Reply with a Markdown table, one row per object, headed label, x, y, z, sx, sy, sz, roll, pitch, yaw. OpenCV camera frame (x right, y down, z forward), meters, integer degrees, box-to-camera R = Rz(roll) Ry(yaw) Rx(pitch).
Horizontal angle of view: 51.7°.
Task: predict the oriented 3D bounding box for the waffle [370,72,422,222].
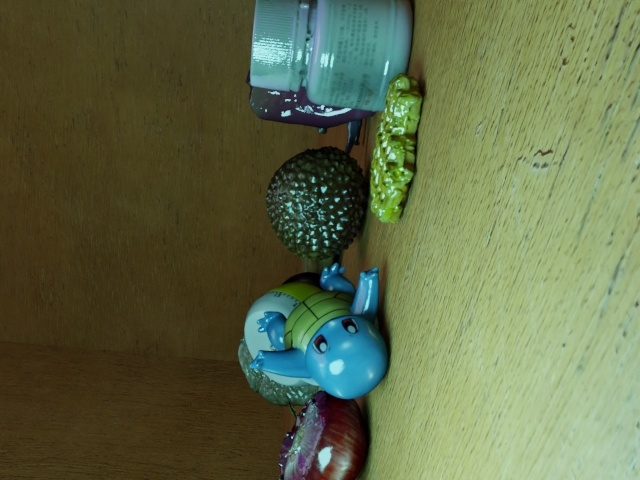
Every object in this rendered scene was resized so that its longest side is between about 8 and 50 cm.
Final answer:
| label | x | y | z | sx | sy | sz | roll | pitch | yaw |
| --- | --- | --- | --- | --- | --- | --- | --- | --- | --- |
| waffle | 0.131 | -0.156 | 1.177 | 0.249 | 0.056 | 0.253 | 105 | 171 | -63 |

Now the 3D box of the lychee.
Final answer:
| label | x | y | z | sx | sy | sz | roll | pitch | yaw |
| --- | --- | --- | --- | --- | --- | --- | --- | --- | --- |
| lychee | -0.003 | -0.083 | 1.597 | 0.267 | 0.268 | 0.267 | -174 | 90 | -85 |

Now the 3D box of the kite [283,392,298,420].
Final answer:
| label | x | y | z | sx | sy | sz | roll | pitch | yaw |
| --- | --- | --- | --- | --- | --- | --- | --- | --- | --- |
| kite | -0.031 | 0.519 | 1.694 | 0.285 | 0.015 | 0.152 | 67 | 169 | -10 |

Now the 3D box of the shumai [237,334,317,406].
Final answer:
| label | x | y | z | sx | sy | sz | roll | pitch | yaw |
| --- | --- | --- | --- | --- | --- | --- | --- | --- | --- |
| shumai | -0.092 | 0.415 | 2.246 | 0.267 | 0.314 | 0.262 | -50 | -22 | 16 |

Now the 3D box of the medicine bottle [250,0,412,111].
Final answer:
| label | x | y | z | sx | sy | sz | roll | pitch | yaw |
| --- | --- | --- | --- | --- | --- | --- | --- | --- | --- |
| medicine bottle | 0.016 | -0.395 | 1.336 | 0.241 | 0.302 | 0.241 | -174 | 90 | -85 |

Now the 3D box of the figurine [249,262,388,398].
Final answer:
| label | x | y | z | sx | sy | sz | roll | pitch | yaw |
| --- | --- | --- | --- | --- | --- | --- | --- | --- | --- |
| figurine | 0.004 | 0.191 | 1.312 | 0.242 | 0.298 | 0.416 | 61 | 173 | 5 |

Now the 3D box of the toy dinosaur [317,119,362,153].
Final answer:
| label | x | y | z | sx | sy | sz | roll | pitch | yaw |
| --- | --- | --- | --- | --- | --- | --- | --- | --- | --- |
| toy dinosaur | 0.098 | -0.433 | 1.728 | 0.383 | 0.130 | 0.330 | -92 | 18 | -49 |

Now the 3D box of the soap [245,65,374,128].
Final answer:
| label | x | y | z | sx | sy | sz | roll | pitch | yaw |
| --- | --- | --- | --- | --- | --- | --- | --- | --- | --- |
| soap | -0.017 | -0.388 | 1.592 | 0.127 | 0.325 | 0.220 | -84 | 6 | -51 |

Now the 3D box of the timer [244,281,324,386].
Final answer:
| label | x | y | z | sx | sy | sz | roll | pitch | yaw |
| --- | --- | --- | --- | --- | --- | --- | --- | --- | --- |
| timer | -0.033 | 0.220 | 1.720 | 0.285 | 0.286 | 0.284 | -174 | 90 | -85 |

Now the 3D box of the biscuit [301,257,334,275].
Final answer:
| label | x | y | z | sx | sy | sz | roll | pitch | yaw |
| --- | --- | --- | --- | --- | --- | --- | --- | --- | --- |
| biscuit | 0.001 | 0.000 | 2.162 | 0.429 | 0.104 | 0.445 | -94 | 9 | -59 |

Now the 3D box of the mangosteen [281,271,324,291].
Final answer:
| label | x | y | z | sx | sy | sz | roll | pitch | yaw |
| --- | --- | --- | --- | --- | --- | --- | --- | --- | --- |
| mangosteen | -0.032 | 0.195 | 1.935 | 0.217 | 0.192 | 0.192 | 55 | -144 | -65 |

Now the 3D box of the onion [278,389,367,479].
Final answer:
| label | x | y | z | sx | sy | sz | roll | pitch | yaw |
| --- | --- | --- | --- | --- | --- | --- | --- | --- | --- |
| onion | 0.010 | 0.404 | 1.294 | 0.248 | 0.162 | 0.247 | -173 | 90 | -74 |

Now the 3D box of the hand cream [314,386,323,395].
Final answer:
| label | x | y | z | sx | sy | sz | roll | pitch | yaw |
| --- | --- | --- | --- | --- | --- | --- | --- | --- | --- |
| hand cream | 0.009 | 0.418 | 1.757 | 0.203 | 0.084 | 0.084 | -82 | 2 | -46 |
